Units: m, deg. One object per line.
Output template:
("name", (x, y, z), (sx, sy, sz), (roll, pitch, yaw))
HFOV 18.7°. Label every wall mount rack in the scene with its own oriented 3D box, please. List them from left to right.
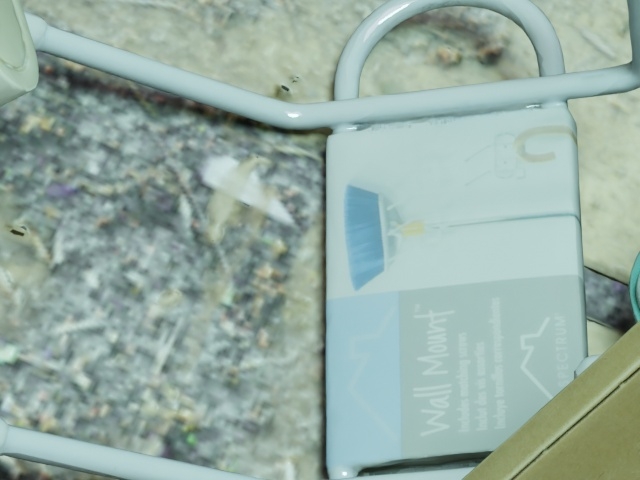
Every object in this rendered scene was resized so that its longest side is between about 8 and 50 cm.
("wall mount rack", (0.000, 0.000, 0.838), (0.304, 0.130, 0.350), (-6, 58, 10))

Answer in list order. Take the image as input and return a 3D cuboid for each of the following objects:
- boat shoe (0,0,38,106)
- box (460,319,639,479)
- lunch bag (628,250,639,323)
("boat shoe", (-0.209, -0.157, 0.863), (0.097, 0.116, 0.324), (-30, 48, 8))
("box", (0.130, 0.110, 0.745), (0.201, 0.164, 0.021), (-43, 37, 6))
("lunch bag", (0.275, 0.051, 0.829), (0.108, 0.224, 0.279), (-18, 65, -45))
